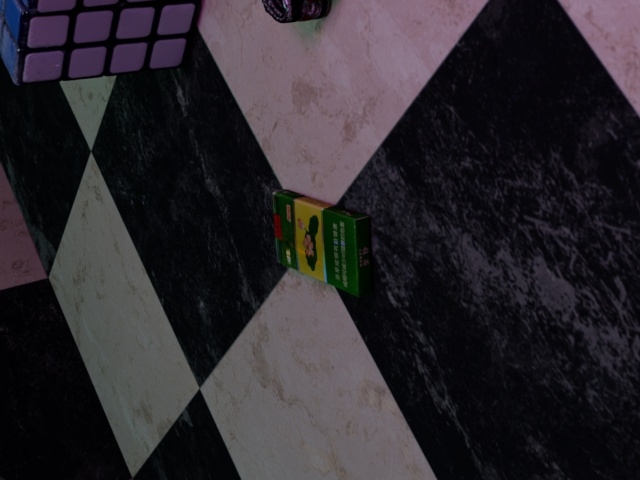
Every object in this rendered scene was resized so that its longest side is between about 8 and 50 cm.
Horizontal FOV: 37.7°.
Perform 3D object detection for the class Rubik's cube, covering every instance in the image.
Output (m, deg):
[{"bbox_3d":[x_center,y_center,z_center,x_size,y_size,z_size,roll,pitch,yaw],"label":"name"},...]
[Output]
[{"bbox_3d":[-0.429,-0.524,1.692,0.344,0.343,0.337,57,143,27],"label":"Rubik's cube"}]

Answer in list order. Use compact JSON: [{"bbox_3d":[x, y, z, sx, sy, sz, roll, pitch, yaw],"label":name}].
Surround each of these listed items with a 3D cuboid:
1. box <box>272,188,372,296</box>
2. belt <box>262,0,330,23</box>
[{"bbox_3d":[0.000,0.000,1.549,0.235,0.034,0.132,20,119,51],"label":"box"},{"bbox_3d":[-0.095,-0.475,1.442,0.359,0.094,0.126,55,144,28],"label":"belt"}]
